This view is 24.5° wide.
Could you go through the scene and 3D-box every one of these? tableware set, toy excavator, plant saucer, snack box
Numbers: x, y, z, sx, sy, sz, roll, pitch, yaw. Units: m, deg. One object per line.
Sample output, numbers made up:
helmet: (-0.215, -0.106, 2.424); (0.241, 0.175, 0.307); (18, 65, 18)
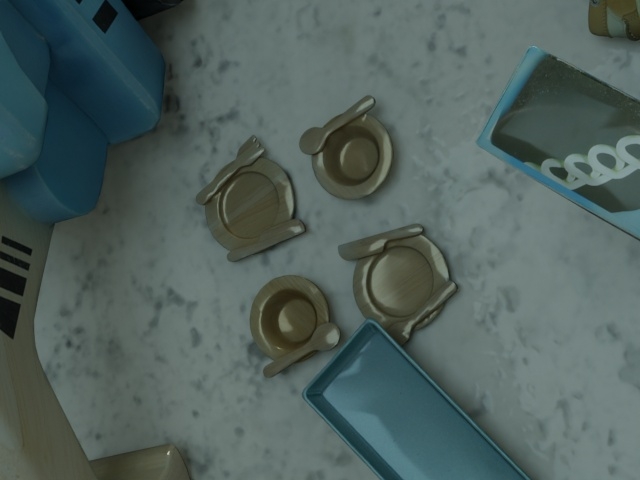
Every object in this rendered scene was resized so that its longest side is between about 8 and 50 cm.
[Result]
tableware set: (0.000, 0.000, 0.918); (0.141, 0.020, 0.169); (-28, 73, 20)
toy excavator: (-0.211, -0.037, 0.890); (0.222, 0.433, 0.445); (-14, 50, 23)
plant saucer: (0.075, 0.134, 0.862); (0.192, 0.018, 0.067); (45, 104, 18)
snack box: (0.246, 0.018, 0.709); (0.322, 0.187, 0.060); (33, 98, 24)

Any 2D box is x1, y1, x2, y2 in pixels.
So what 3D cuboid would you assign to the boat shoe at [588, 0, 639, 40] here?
boat shoe: (0.176, -0.209, 0.838); (0.072, 0.068, 0.190); (1, 85, 37)
